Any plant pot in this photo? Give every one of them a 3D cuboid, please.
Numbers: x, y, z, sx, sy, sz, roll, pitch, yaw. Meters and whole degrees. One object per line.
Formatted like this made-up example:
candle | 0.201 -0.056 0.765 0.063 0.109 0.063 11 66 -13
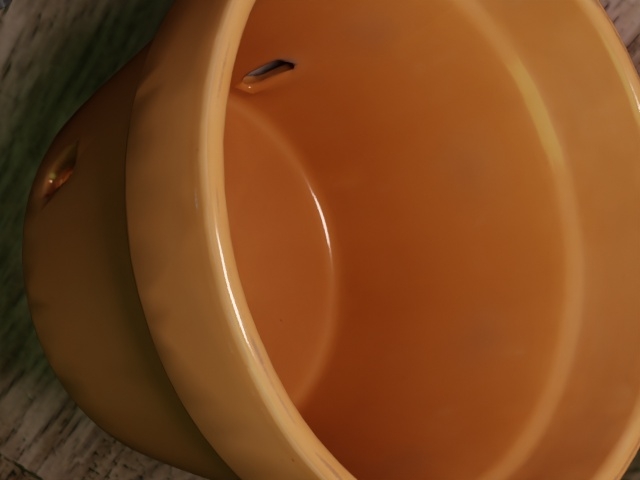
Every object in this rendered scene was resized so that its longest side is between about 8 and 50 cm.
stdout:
plant pot | 0.000 0.000 0.727 0.203 0.291 0.291 -13 125 47

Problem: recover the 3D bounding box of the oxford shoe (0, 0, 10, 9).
oxford shoe | -0.124 -0.177 0.733 0.227 0.083 0.096 -17 117 28
